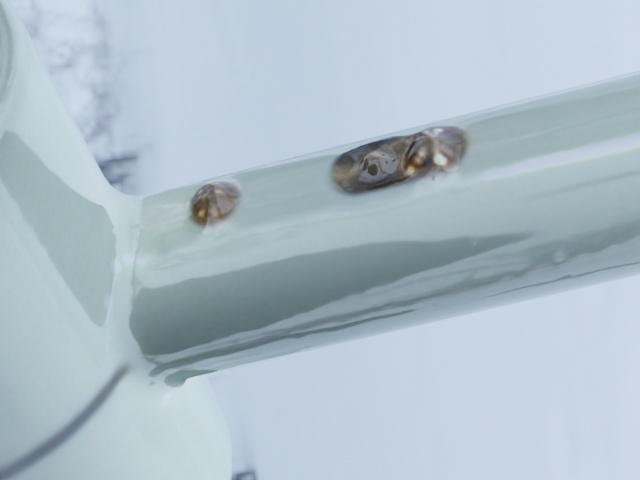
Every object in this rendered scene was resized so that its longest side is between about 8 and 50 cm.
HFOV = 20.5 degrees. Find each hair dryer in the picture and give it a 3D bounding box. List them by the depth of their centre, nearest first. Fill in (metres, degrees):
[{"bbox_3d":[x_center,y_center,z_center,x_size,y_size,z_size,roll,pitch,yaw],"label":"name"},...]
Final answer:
[{"bbox_3d":[0.000,0.000,0.533,0.203,0.362,0.128,68,-168,-45],"label":"hair dryer"}]
